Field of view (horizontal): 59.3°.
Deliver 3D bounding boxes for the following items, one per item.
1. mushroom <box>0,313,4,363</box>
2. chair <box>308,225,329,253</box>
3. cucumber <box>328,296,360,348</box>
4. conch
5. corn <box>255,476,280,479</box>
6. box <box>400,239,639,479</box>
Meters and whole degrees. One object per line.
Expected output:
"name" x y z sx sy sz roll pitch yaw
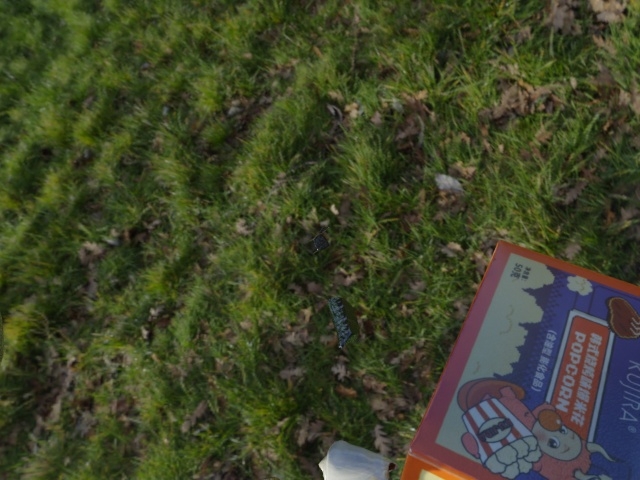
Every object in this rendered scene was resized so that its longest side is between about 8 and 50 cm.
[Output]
"mushroom" -0.599 0.111 0.729 0.352 0.352 0.260 -50 33 14
"chair" 0.001 0.001 1.368 0.042 0.037 0.086 55 150 5
"cucumber" 0.071 0.216 1.467 0.046 0.071 0.220 -56 19 19
"conch" 0.071 0.464 1.129 0.176 0.104 0.094 6 112 27
"corn" -0.178 0.606 1.317 0.208 0.068 0.068 -16 65 0
"box" 0.278 0.252 0.744 0.257 0.318 0.348 22 50 18
